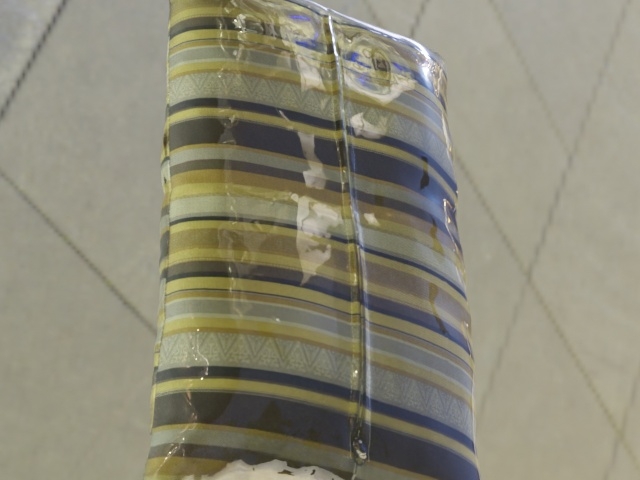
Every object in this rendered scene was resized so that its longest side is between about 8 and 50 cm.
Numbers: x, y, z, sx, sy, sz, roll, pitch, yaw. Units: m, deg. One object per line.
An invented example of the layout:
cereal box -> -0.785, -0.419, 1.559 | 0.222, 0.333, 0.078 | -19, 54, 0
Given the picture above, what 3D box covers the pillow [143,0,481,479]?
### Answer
pillow -> 0.000, 0.000, 0.482 | 0.113, 0.038, 0.203 | 17, 49, -25
